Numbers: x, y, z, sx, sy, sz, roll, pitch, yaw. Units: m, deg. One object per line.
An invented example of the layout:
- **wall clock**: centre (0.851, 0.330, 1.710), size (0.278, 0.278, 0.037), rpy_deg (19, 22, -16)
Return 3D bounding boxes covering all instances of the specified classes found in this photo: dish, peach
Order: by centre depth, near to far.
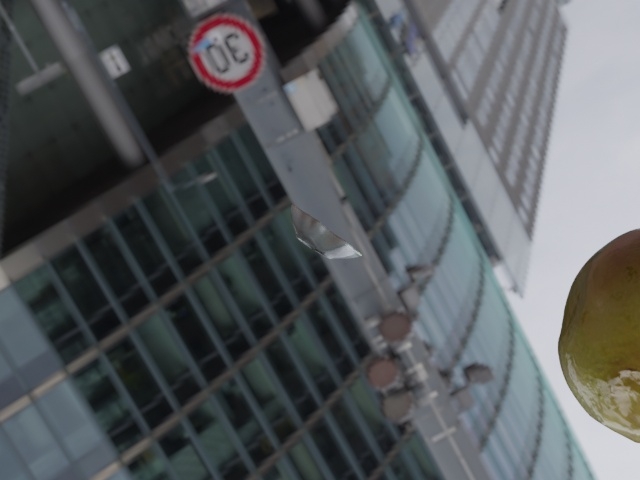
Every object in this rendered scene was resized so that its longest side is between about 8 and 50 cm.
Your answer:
- **peach**: centre (0.477, 0.128, 1.755), size (0.314, 0.281, 0.315), rpy_deg (-4, -150, 50)
- **dish**: centre (0.000, 0.000, 1.941), size (0.137, 0.091, 0.039), rpy_deg (34, -95, 30)
